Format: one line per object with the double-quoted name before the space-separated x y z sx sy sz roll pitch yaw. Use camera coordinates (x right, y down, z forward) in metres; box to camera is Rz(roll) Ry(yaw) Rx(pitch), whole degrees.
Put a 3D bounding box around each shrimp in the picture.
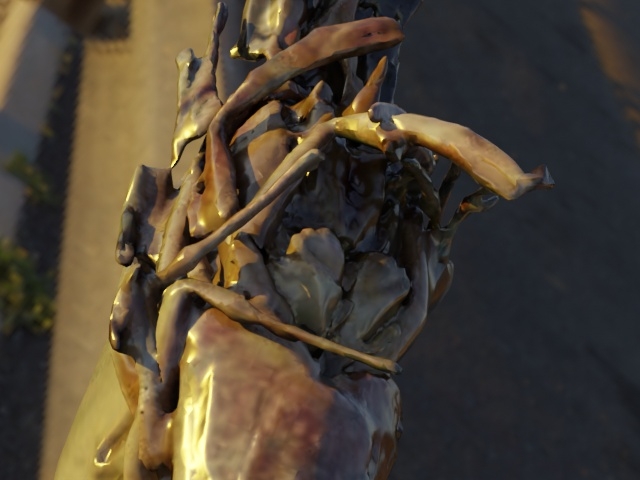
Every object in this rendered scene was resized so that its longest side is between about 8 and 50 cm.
"shrimp" -0.007 -0.001 0.622 0.116 0.343 0.145 20 -20 -10
